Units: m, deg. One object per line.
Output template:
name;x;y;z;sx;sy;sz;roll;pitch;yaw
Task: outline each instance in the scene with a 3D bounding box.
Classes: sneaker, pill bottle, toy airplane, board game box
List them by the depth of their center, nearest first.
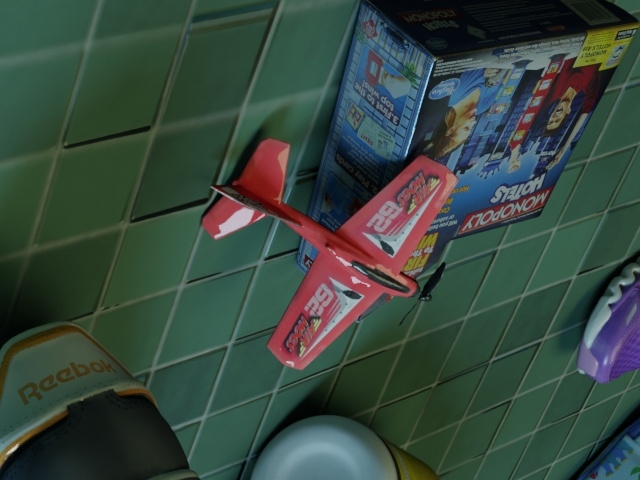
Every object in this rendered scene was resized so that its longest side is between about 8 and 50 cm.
sneaker;-0.149;0.135;1.014;0.126;0.127;0.321;-21;167;-31
toy airplane;0.000;0.000;1.058;0.151;0.028;0.151;-4;122;-7
board game box;0.070;-0.052;1.124;0.194;0.060;0.194;-14;138;-46
pill bottle;0.030;0.186;1.325;0.103;0.103;0.184;-48;152;1
sneaker;0.304;0.057;1.538;0.236;0.104;0.095;-26;147;-33

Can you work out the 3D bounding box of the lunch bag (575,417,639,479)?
lunch bag;0.275;0.261;1.772;0.219;0.090;0.176;-48;151;1
